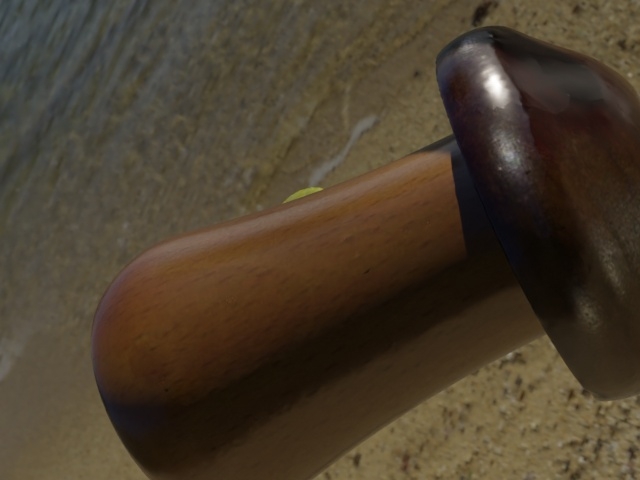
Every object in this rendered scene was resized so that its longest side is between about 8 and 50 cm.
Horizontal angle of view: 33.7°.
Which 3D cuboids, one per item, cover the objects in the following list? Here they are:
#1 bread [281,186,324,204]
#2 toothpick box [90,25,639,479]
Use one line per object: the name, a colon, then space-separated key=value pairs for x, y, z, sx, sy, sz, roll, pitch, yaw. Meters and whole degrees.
bread: x=0.000 y=0.000 z=1.292 sx=0.129 sy=0.114 sz=0.111 roll=26 pitch=86 yaw=50
toothpick box: x=0.040 y=0.023 z=0.538 sx=0.294 sy=0.192 sz=0.192 roll=-28 pitch=42 yaw=16
